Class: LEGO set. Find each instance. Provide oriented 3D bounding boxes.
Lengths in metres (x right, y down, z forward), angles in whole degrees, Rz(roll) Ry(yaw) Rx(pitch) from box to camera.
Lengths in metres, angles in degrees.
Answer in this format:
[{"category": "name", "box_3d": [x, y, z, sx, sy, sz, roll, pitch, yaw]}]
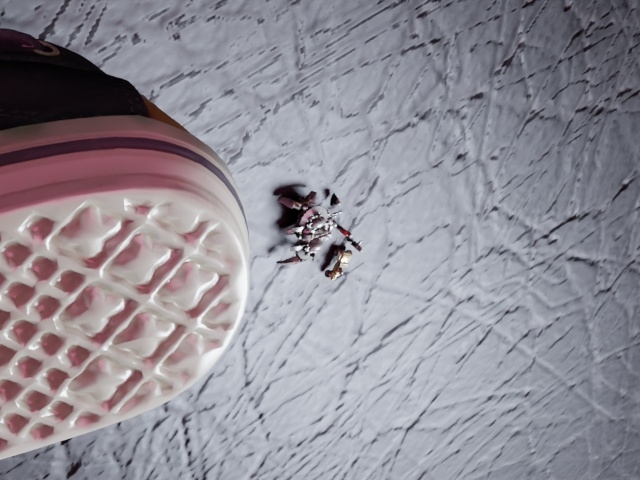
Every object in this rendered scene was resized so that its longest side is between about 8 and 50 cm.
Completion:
[{"category": "LEGO set", "box_3d": [0.002, -0.002, 0.753, 0.083, 0.023, 0.054, 18, 106, -46]}]

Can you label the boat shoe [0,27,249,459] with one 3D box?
[{"category": "boat shoe", "box_3d": [-0.278, 0.021, 0.447, 0.500, 0.156, 0.187, -13, 132, -19]}]
